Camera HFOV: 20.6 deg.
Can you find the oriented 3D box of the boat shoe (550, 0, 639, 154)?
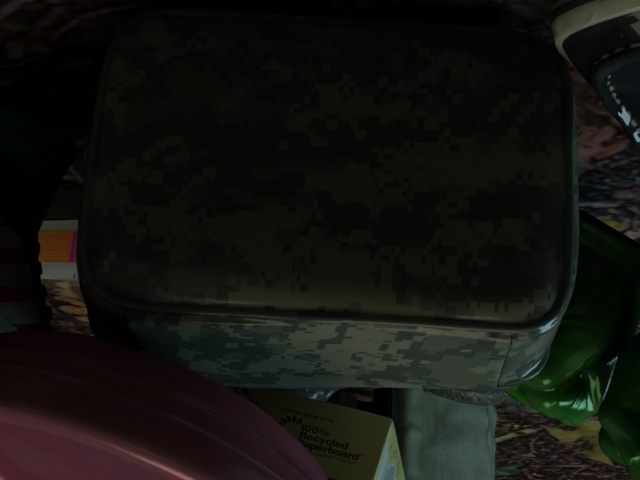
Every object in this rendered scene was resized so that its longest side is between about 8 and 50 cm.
[{"bbox_3d":[0.310,-0.034,1.082,0.186,0.156,0.500,-12,152,35],"label":"boat shoe"}]

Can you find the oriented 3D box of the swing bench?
[{"bbox_3d":[0.031,0.209,1.565,0.254,0.253,0.165,-3,157,12],"label":"swing bench"}]

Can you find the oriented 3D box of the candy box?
[{"bbox_3d":[-0.030,0.207,1.296,0.183,0.088,0.316,13,153,14],"label":"candy box"}]

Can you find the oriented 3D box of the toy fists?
[{"bbox_3d":[0.214,0.083,1.220,0.279,0.142,0.096,34,-170,35],"label":"toy fists"}]

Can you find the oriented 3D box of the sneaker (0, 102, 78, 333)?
[{"bbox_3d":[-0.213,0.012,1.202,0.123,0.178,0.295,-11,125,44],"label":"sneaker"}]

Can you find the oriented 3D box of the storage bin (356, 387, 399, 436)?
[{"bbox_3d":[0.023,0.212,1.743,0.180,0.122,0.084,-15,152,36],"label":"storage bin"}]

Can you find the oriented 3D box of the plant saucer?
[{"bbox_3d":[-0.122,0.158,1.088,0.332,0.084,0.332,15,148,10],"label":"plant saucer"}]

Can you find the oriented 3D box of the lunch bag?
[{"bbox_3d":[0.000,0.000,1.114,0.305,0.213,0.256,2,156,1],"label":"lunch bag"}]

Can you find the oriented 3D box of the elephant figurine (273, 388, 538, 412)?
[{"bbox_3d":[0.042,0.061,1.359,0.239,0.186,0.169,-19,-161,-15],"label":"elephant figurine"}]

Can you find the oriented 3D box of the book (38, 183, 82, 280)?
[{"bbox_3d":[-0.201,-0.002,1.368,0.096,0.035,0.144,4,158,-11],"label":"book"}]
